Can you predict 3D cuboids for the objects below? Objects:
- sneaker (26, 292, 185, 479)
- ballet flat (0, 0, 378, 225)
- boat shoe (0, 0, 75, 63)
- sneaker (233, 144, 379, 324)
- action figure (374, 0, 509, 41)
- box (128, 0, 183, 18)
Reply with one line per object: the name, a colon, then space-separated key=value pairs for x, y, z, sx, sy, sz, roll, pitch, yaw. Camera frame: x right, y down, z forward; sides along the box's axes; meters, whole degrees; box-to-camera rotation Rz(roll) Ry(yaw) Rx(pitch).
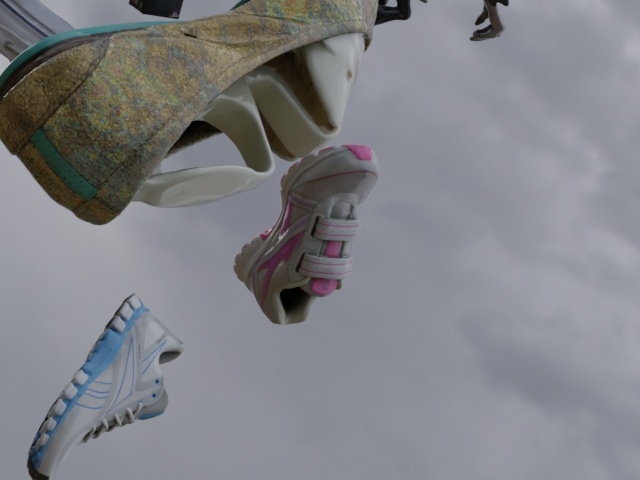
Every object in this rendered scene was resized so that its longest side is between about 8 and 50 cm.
sneaker: x=-0.172 y=0.132 z=1.214 sx=0.083 sy=0.191 sz=0.071 roll=36 pitch=-37 yaw=-5
ballet flat: x=-0.049 y=-0.090 z=0.893 sx=0.123 sy=0.348 sz=0.123 roll=13 pitch=-66 yaw=31
boat shoe: x=-0.229 y=-0.148 z=1.217 sx=0.226 sy=0.076 sz=0.083 roll=41 pitch=-2 yaw=17
sneaker: x=0.000 y=0.000 z=1.611 sx=0.252 sy=0.103 sz=0.111 roll=-59 pitch=-135 yaw=38
action figure: x=0.109 y=-0.268 z=1.417 sx=0.141 sy=0.275 sz=0.164 roll=57 pitch=-1 yaw=-35
box: x=-0.229 y=-0.365 z=2.084 sx=0.052 sy=0.062 sz=0.083 roll=41 pitch=-60 yaw=49
